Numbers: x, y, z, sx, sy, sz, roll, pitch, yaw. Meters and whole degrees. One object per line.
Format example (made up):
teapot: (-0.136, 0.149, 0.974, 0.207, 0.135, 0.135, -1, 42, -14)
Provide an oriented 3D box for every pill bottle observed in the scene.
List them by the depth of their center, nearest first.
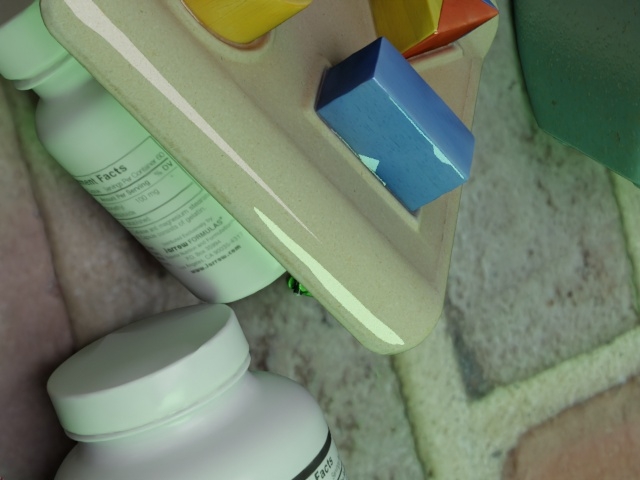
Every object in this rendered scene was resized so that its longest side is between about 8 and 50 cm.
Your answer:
pill bottle: (-0.102, -0.080, 1.167, 0.229, 0.131, 0.131, 46, 72, -24)
pill bottle: (-0.055, 0.211, 1.185, 0.181, 0.181, 0.323, -29, 106, -25)

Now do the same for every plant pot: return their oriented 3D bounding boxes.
plant pot: (0.281, -0.162, 1.323, 0.248, 0.247, 0.252, 8, 106, -30)

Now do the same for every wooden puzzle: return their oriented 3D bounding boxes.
wooden puzzle: (0.004, -0.151, 1.165, 0.322, 0.080, 0.348, 46, 38, -24)

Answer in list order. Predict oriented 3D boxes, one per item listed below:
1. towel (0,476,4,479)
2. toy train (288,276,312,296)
towel: (-0.247, 0.187, 1.073, 0.199, 0.031, 0.275, -35, 115, 20)
toy train: (0.000, 0.000, 1.296, 0.024, 0.017, 0.083, 23, 82, -39)
